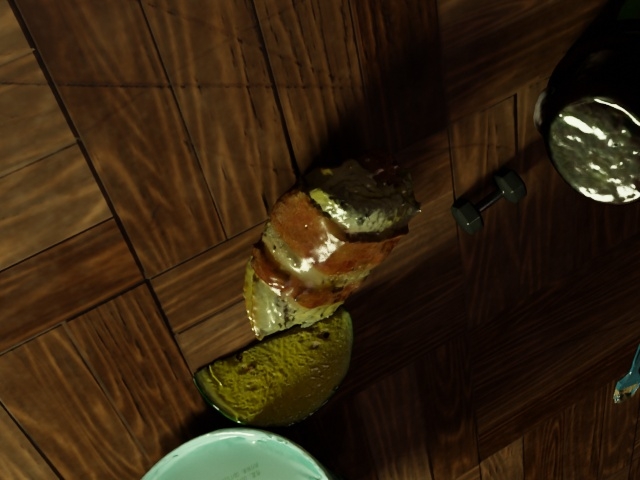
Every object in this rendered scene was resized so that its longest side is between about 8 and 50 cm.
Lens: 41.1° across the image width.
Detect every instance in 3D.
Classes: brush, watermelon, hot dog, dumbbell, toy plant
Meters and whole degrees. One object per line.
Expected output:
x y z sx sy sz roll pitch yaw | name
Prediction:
0.511 0.199 1.379 0.051 0.014 0.164 -16 131 -25 | brush
-0.035 0.153 0.914 0.182 0.075 0.092 -21 130 -18 | watermelon
0.000 0.000 0.799 0.213 0.103 0.146 -47 159 21 | hot dog
0.184 -0.043 0.930 0.083 0.040 0.036 -36 169 -4 | dumbbell
0.329 -0.139 0.869 0.235 0.176 0.218 -44 138 -35 | toy plant

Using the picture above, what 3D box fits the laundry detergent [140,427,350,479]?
-0.039 0.385 0.939 0.287 0.287 0.305 -41 143 1 | laundry detergent
